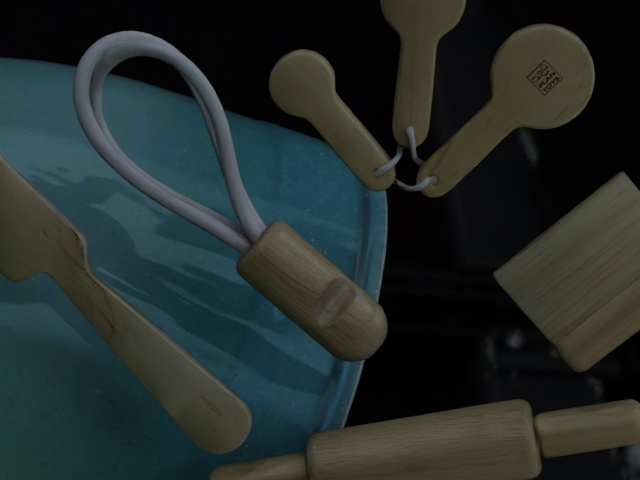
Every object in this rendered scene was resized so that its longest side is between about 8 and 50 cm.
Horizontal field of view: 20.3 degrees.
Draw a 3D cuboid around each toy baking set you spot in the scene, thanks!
[{"bbox_3d":[0.003,0.006,0.645,0.256,0.196,0.030,-14,-169,9],"label":"toy baking set"}]

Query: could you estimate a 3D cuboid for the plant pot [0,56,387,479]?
[{"bbox_3d":[-0.145,0.035,0.793,0.255,0.271,0.271,23,-141,-16],"label":"plant pot"}]
